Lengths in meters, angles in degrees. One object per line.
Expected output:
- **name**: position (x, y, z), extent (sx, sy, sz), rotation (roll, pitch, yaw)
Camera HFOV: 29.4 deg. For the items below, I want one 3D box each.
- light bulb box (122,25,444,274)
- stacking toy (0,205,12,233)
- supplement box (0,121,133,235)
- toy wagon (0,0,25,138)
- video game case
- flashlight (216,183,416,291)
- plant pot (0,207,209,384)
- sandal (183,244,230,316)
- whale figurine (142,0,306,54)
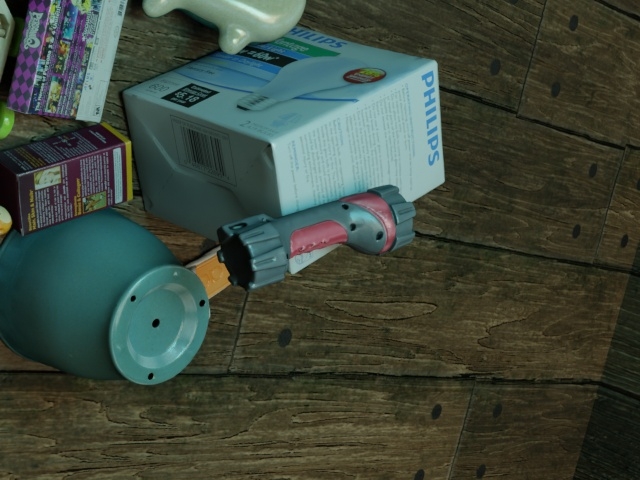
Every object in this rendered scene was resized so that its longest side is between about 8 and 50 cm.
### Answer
- **light bulb box**: position (-0.052, -0.162, 1.936), extent (0.361, 0.358, 0.225), rotation (-31, 128, -36)
- **stacking toy**: position (-0.530, -0.031, 1.583), extent (0.302, 0.175, 0.166), rotation (1, 125, -47)
- **supplement box**: position (-0.377, -0.093, 1.796), extent (0.188, 0.081, 0.104), rotation (-21, 129, -34)
- **toy wagon**: position (-0.510, -0.281, 1.619), extent (0.267, 0.068, 0.344), rotation (11, 95, -49)
- **video game case**: position (-0.354, -0.289, 1.745), extent (0.210, 0.042, 0.232), rotation (-7, 112, -72)
- **flashlight**: position (0.000, 0.000, 1.715), extent (0.304, 0.103, 0.103), rotation (-20, 123, -41)
- **plant pot**: position (-0.312, 0.090, 1.828), extent (0.271, 0.255, 0.272), rotation (-19, 117, -42)
- **sandal**: position (-0.207, 0.086, 2.074), extent (0.265, 0.076, 0.102), rotation (-37, 128, -32)
- **whale figurine**: position (-0.161, -0.391, 1.925), extent (0.272, 0.141, 0.216), rotation (-5, 84, -24)
